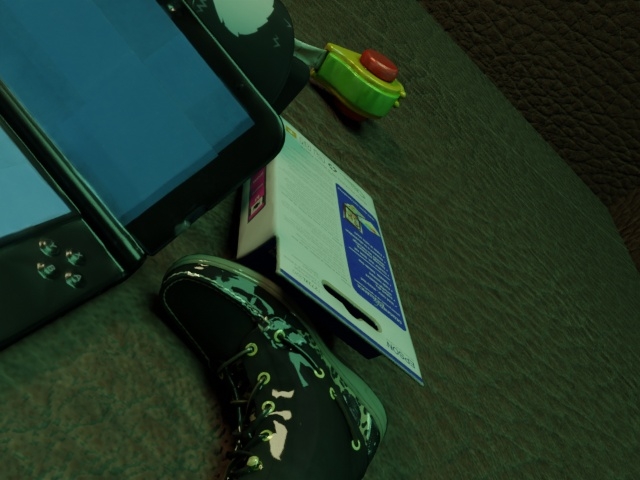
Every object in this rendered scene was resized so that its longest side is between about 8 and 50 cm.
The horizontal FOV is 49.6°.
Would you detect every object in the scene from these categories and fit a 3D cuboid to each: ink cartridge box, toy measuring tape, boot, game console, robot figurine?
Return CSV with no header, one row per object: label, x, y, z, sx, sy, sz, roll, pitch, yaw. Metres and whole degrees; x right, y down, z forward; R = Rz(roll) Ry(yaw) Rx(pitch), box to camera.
ink cartridge box,0.000,0.000,0.728,0.175,0.069,0.371,40,18,-22
toy measuring tape,0.032,-0.263,1.124,0.330,0.121,0.121,5,51,-44
boot,-0.051,0.130,0.524,0.236,0.085,0.179,44,30,-9
game console,-0.210,-0.112,0.486,0.293,0.173,0.250,50,26,0
robot figurine,-0.137,-0.214,0.719,0.209,0.174,0.278,13,-3,43
